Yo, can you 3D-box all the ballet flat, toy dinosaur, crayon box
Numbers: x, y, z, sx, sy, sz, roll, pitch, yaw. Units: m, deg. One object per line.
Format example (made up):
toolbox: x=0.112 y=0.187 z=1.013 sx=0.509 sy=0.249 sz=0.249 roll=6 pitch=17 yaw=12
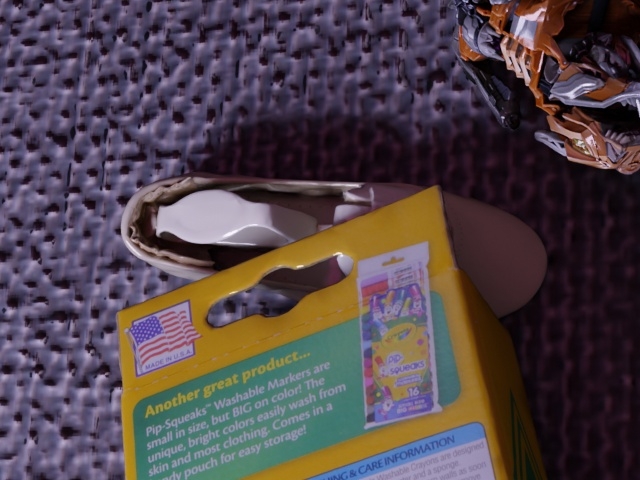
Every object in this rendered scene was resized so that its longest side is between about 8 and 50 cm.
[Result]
ballet flat: x=0.000 y=0.000 z=0.883 sx=0.248 sy=0.086 sz=0.086 roll=5 pitch=76 yaw=20
toy dinosaur: x=0.106 y=-0.190 z=0.860 sx=0.322 sy=0.164 sz=0.218 roll=46 pitch=136 yaw=19
crayon box: x=0.012 y=0.151 z=0.774 sx=0.203 sy=0.083 sz=0.323 roll=-22 pitch=52 yaw=16
